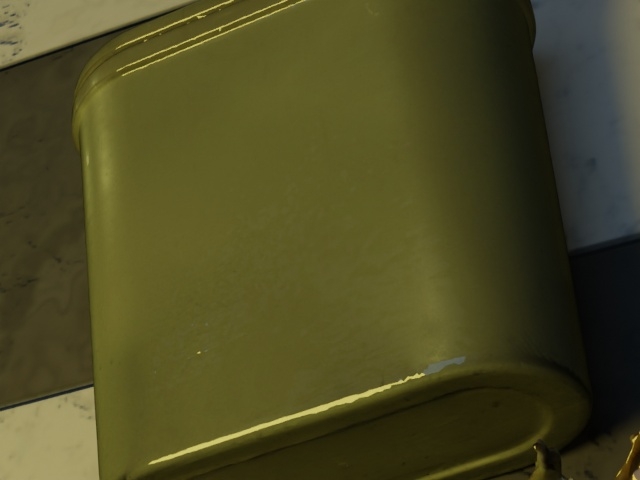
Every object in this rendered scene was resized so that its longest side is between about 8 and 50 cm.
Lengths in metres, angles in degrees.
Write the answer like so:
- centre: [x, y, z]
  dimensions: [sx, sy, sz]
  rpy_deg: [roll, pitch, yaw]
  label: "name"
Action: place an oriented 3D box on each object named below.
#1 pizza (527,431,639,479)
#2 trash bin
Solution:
- centre: [0.168, 0.148, 0.634]
  dimensions: [0.280, 0.075, 0.287]
  rpy_deg: [-2, 83, 28]
  label: "pizza"
- centre: [0.000, 0.000, 0.875]
  dimensions: [0.243, 0.121, 0.247]
  rpy_deg: [-21, 53, 17]
  label: "trash bin"
